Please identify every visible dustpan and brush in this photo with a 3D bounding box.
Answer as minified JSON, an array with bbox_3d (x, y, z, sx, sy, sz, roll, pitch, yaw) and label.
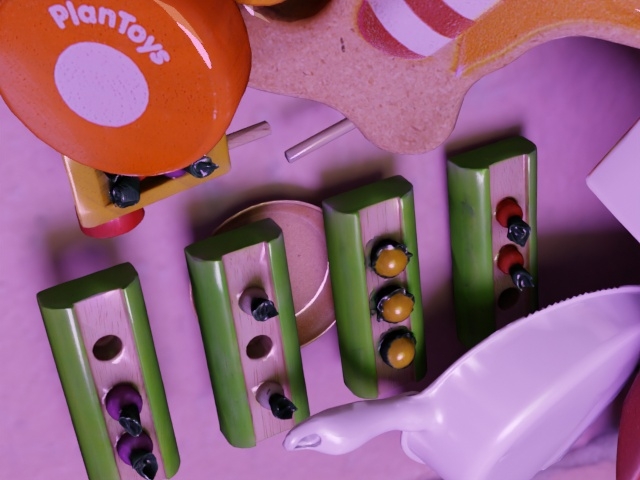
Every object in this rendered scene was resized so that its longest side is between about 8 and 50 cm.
[{"bbox_3d":[0.072,0.083,0.568,0.211,0.060,0.147,-16,145,-44],"label":"dustpan and brush"}]

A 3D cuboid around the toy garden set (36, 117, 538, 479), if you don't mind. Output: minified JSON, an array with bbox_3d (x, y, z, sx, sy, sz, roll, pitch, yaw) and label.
[{"bbox_3d":[0.000,0.000,0.511,0.244,0.049,0.203,-19,123,-19],"label":"toy garden set"}]

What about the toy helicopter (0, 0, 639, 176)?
[{"bbox_3d":[0.075,-0.114,0.355,0.355,0.140,0.235,17,134,1],"label":"toy helicopter"}]

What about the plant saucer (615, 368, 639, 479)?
[{"bbox_3d":[0.266,0.014,0.572,0.259,0.047,0.258,-23,151,-13],"label":"plant saucer"}]

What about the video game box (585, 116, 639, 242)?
[{"bbox_3d":[0.230,-0.089,0.493,0.187,0.048,0.205,-6,141,-50],"label":"video game box"}]

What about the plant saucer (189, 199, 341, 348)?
[{"bbox_3d":[-0.024,0.016,0.556,0.083,0.015,0.083,-8,117,-16],"label":"plant saucer"}]
